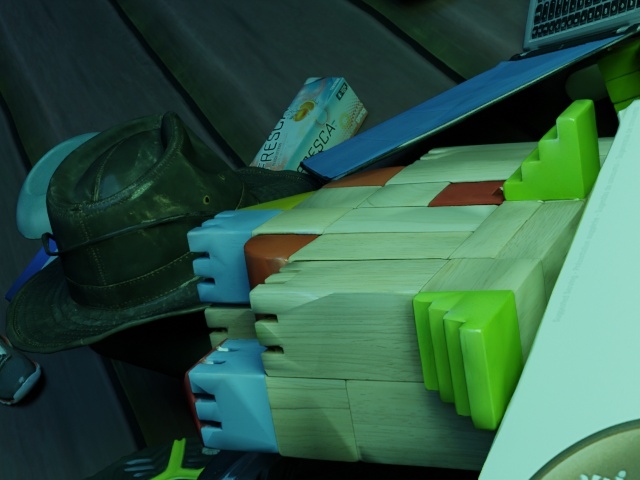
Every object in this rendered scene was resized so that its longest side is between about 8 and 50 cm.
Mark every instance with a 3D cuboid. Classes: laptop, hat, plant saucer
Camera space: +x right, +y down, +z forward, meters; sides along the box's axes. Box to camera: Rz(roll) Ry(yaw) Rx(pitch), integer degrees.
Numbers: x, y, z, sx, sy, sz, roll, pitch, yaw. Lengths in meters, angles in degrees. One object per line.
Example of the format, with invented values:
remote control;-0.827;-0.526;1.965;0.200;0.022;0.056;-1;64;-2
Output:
laptop;0.135;-0.242;0.968;0.382;0.236;0.408;-126;45;-82
hat;-0.159;-0.036;1.006;0.331;0.134;0.331;-19;20;7
plant saucer;-0.357;-0.089;1.533;0.195;0.037;0.195;-22;41;21

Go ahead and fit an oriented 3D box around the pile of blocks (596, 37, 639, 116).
pile of blocks;0.269;-0.068;0.884;0.112;0.149;0.362;-19;42;25

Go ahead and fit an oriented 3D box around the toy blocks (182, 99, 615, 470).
toy blocks;0.042;0.025;0.695;0.261;0.191;0.381;-2;18;27

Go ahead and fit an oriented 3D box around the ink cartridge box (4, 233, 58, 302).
ink cartridge box;-0.252;0.028;1.306;0.311;0.065;0.186;9;58;47

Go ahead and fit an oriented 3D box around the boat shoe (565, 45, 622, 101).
boat shoe;0.297;-0.166;1.041;0.133;0.049;0.042;-12;33;29

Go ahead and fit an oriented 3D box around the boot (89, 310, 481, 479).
boot;-0.067;0.105;0.911;0.367;0.146;0.445;-19;26;-38

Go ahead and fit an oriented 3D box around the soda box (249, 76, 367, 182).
soda box;-0.023;-0.096;1.232;0.058;0.063;0.183;7;57;44

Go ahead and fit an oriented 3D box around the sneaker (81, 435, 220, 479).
sneaker;-0.159;0.271;0.930;0.384;0.147;0.145;-12;17;8

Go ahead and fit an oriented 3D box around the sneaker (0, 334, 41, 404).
sneaker;-0.385;0.141;1.298;0.061;0.065;0.158;-51;38;-14

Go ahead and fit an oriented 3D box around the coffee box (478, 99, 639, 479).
coffee box;0.288;0.161;0.474;0.334;0.338;0.338;1;52;41
